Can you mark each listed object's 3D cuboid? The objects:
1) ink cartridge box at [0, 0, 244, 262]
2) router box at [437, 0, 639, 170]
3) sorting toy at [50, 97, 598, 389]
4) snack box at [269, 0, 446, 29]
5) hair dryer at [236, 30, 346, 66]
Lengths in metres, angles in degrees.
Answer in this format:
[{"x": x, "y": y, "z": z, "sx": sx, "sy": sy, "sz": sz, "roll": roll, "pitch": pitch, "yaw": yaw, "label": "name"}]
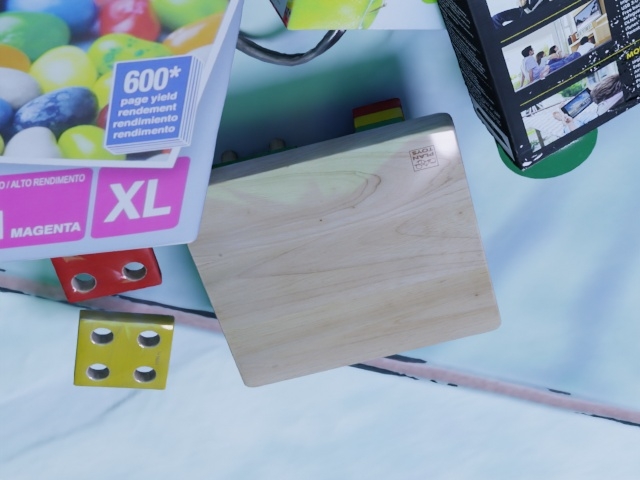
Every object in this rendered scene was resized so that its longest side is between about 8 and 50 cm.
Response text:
[{"x": -0.115, "y": -0.113, "z": 0.553, "sx": 0.186, "sy": 0.065, "sz": 0.311, "roll": -6, "pitch": 136, "yaw": -21, "label": "ink cartridge box"}, {"x": 0.134, "y": -0.123, "z": 0.633, "sx": 0.179, "sy": 0.046, "sz": 0.133, "roll": -30, "pitch": 140, "yaw": -3, "label": "router box"}, {"x": 0.000, "y": 0.000, "z": 0.765, "sx": 0.275, "sy": 0.046, "sz": 0.132, "roll": -14, "pitch": 130, "yaw": 5, "label": "sorting toy"}, {"x": 0.055, "y": -0.135, "z": 0.639, "sx": 0.141, "sy": 0.037, "sz": 0.100, "roll": -4, "pitch": 134, "yaw": -27, "label": "snack box"}, {"x": -0.071, "y": -0.192, "z": 0.597, "sx": 0.224, "sy": 0.080, "sz": 0.293, "roll": -6, "pitch": 138, "yaw": -22, "label": "hair dryer"}]
